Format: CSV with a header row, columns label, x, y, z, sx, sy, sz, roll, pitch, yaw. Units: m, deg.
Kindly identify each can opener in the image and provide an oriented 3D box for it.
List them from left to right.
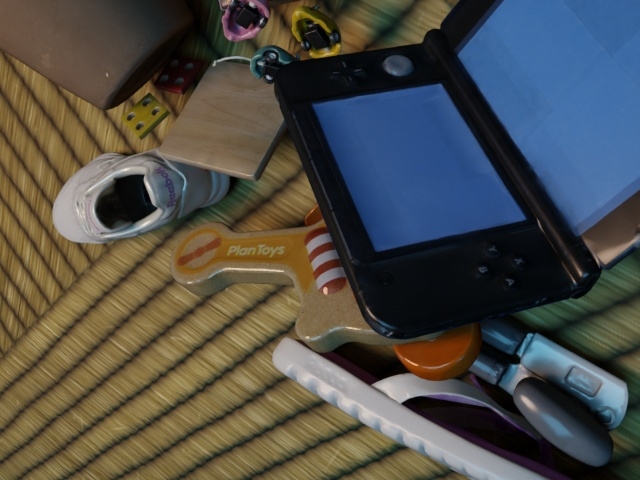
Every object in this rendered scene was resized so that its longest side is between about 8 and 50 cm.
label,x,y,z,sx,sy,sz,roll,pitch,yaw
can opener,0.174,0.111,0.665,0.280,0.093,0.074,32,109,23

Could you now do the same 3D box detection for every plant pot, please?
label,x,y,z,sx,sy,sz,roll,pitch,yaw
plant pot,-0.268,-0.276,0.715,0.229,0.263,0.263,44,126,-13

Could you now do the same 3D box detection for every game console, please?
label,x,y,z,sx,sy,sz,roll,pitch,yaw
game console,0.118,-0.110,0.493,0.173,0.250,0.293,96,158,-52

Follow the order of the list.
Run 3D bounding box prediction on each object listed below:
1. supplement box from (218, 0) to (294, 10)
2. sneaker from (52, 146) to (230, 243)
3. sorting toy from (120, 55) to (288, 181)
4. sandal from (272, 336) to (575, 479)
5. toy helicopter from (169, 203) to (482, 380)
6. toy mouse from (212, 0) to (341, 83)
label,x,y,z,sx,sy,sz,roll,pitch,yaw
supplement box,-0.010,-0.291,0.629,0.188,0.081,0.104,0,108,30
sneaker,-0.264,-0.055,0.824,0.305,0.152,0.114,-15,102,35
sorting toy,-0.095,-0.128,0.724,0.274,0.132,0.046,16,160,28
sandal,0.131,0.182,0.699,0.416,0.169,0.102,23,78,22
toy helicopter,0.000,0.000,0.667,0.355,0.235,0.140,-2,148,27
toy mouse,-0.050,-0.201,0.648,0.143,0.031,0.161,-9,145,36
